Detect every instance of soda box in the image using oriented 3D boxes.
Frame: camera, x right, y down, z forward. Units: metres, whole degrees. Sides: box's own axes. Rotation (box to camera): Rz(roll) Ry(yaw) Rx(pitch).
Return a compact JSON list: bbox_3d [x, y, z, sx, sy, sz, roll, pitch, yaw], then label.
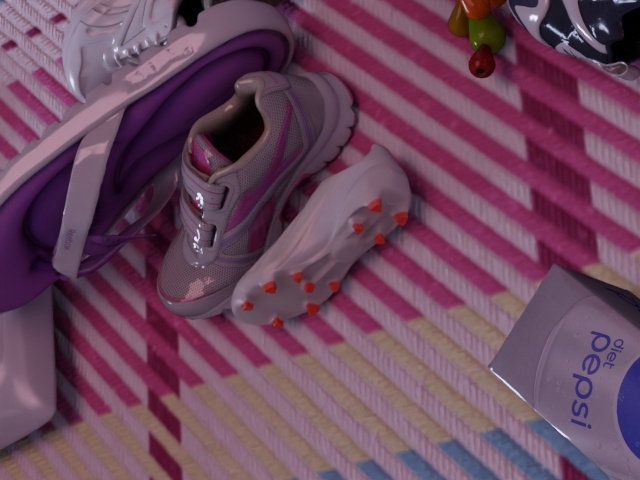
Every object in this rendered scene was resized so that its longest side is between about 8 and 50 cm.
[{"bbox_3d":[0.243,0.131,1.051,0.286,0.098,0.091,43,107,43],"label":"soda box"}]

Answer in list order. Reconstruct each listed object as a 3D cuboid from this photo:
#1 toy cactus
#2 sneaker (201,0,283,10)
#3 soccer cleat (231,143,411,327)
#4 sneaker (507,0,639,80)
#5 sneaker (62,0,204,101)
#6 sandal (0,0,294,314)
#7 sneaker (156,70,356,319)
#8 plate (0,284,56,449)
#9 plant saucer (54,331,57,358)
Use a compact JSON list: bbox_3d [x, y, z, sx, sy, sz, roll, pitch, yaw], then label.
[{"bbox_3d":[0.082,-0.242,1.293,0.112,0.219,0.180,-42,10,46],"label":"toy cactus"},{"bbox_3d":[-0.060,-0.296,1.483,0.118,0.083,0.222,20,78,50],"label":"sneaker"},{"bbox_3d":[0.000,0.000,1.350,0.196,0.068,0.076,-41,38,26],"label":"soccer cleat"},{"bbox_3d":[0.245,-0.219,1.159,0.235,0.094,0.153,-55,49,17],"label":"sneaker"},{"bbox_3d":[-0.158,-0.202,1.540,0.232,0.090,0.115,-46,54,25],"label":"sneaker"},{"bbox_3d":[-0.181,-0.050,1.451,0.416,0.169,0.102,-43,62,20],"label":"sandal"},{"bbox_3d":[-0.082,-0.048,1.401,0.103,0.111,0.252,41,106,42],"label":"sneaker"},{"bbox_3d":[-0.370,0.097,1.661,0.278,0.045,0.277,-31,55,37],"label":"plate"},{"bbox_3d":[-0.294,0.114,1.621,0.083,0.015,0.083,-14,68,40],"label":"plant saucer"}]
